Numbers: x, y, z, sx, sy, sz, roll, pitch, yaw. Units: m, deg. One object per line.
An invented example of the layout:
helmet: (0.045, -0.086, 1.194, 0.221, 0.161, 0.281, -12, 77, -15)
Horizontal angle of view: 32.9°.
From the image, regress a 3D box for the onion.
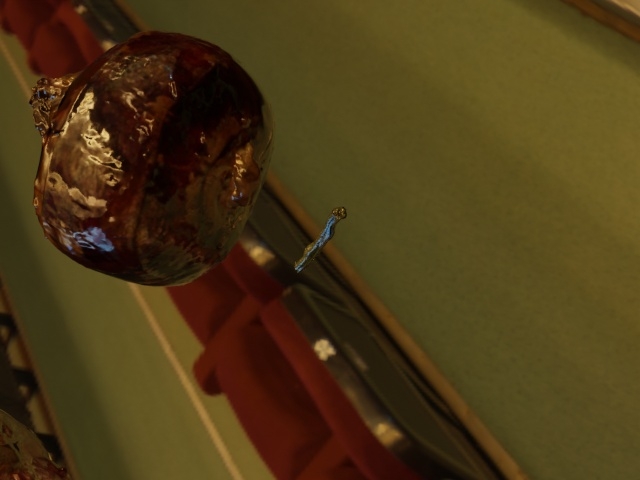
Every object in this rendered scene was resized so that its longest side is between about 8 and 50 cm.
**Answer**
onion: (-0.326, 0.235, 0.984, 0.147, 0.184, 0.184, -31, 50, 20)

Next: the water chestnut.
water chestnut: (-0.158, -0.072, 0.936, 0.223, 0.238, 0.224, 21, -90, -83)

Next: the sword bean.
sword bean: (0.000, 0.000, 0.755, 0.083, 0.012, 0.012, 125, 145, -53)
